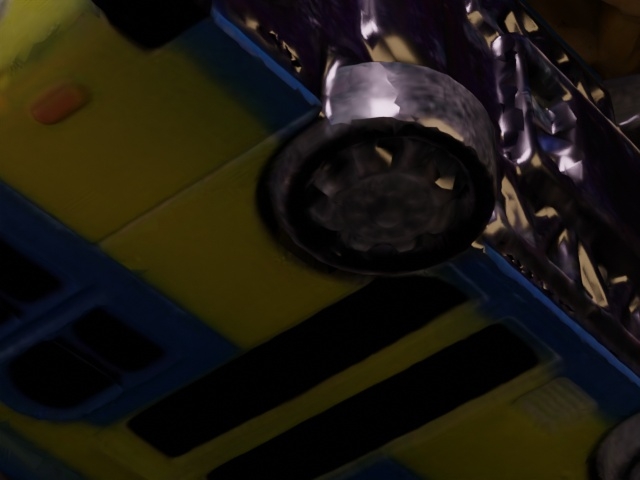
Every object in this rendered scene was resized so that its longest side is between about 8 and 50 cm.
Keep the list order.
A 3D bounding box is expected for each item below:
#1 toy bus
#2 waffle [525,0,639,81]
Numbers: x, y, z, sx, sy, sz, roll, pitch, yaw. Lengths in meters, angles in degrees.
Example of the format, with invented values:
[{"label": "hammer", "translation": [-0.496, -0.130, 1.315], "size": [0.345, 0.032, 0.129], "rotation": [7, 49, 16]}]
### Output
[{"label": "toy bus", "translation": [0.000, 0.000, 0.499], "size": [0.287, 0.175, 0.138], "rotation": [39, 35, -34]}, {"label": "waffle", "translation": [0.050, -0.080, 0.601], "size": [0.329, 0.329, 0.062], "rotation": [35, 64, -40]}]
